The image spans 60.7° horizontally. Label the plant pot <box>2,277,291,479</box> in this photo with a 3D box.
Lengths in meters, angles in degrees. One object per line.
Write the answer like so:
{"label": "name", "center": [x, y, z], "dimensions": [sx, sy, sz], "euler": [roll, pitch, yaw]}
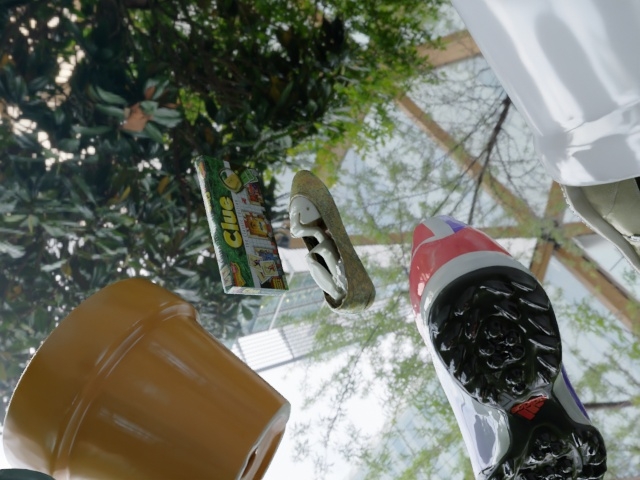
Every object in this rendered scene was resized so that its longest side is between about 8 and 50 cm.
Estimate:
{"label": "plant pot", "center": [-0.138, 0.165, 0.509], "dimensions": [0.188, 0.205, 0.205], "euler": [24, -141, 14]}

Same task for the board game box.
{"label": "board game box", "center": [-0.142, -0.027, 0.986], "dimensions": [0.136, 0.030, 0.259], "euler": [7, -121, -48]}

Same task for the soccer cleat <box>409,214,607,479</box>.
{"label": "soccer cleat", "center": [0.152, 0.120, 0.455], "dimensions": [0.109, 0.318, 0.116], "euler": [-23, -151, 7]}

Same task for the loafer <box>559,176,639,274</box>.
{"label": "loafer", "center": [0.432, -0.027, 0.726], "dimensions": [0.269, 0.092, 0.101], "euler": [27, -133, -27]}

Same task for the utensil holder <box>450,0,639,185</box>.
{"label": "utensil holder", "center": [0.197, -0.282, 0.345], "dimensions": [0.385, 0.328, 0.328], "euler": [55, -137, -4]}

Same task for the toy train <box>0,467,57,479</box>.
{"label": "toy train", "center": [-0.259, 0.163, 0.228], "dimensions": [0.334, 0.190, 0.142], "euler": [43, 179, -23]}

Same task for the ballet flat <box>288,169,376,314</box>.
{"label": "ballet flat", "center": [0.000, 0.000, 1.164], "dimensions": [0.123, 0.123, 0.348], "euler": [-16, -108, -37]}
